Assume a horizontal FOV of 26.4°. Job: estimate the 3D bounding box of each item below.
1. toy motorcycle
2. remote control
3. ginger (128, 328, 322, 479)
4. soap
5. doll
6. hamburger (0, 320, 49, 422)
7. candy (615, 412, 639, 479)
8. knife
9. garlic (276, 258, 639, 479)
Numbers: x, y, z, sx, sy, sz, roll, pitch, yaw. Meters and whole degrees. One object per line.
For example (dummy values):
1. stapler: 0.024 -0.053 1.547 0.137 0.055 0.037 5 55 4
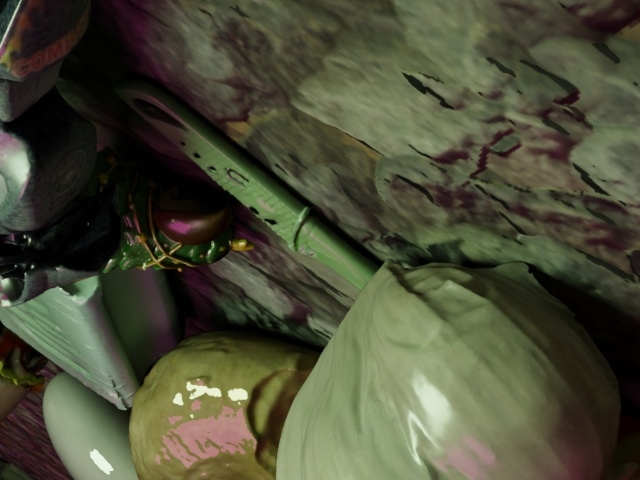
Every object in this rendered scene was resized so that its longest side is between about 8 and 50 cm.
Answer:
1. toy motorcycle: -0.179 -0.065 0.722 0.173 0.108 0.307 32 147 16
2. remote control: -0.156 0.206 1.284 0.221 0.103 0.332 45 -179 8
3. ginger: -0.074 0.143 1.055 0.152 0.138 0.267 31 156 -11
4. soap: -0.188 0.026 1.007 0.150 0.094 0.261 28 160 12
5. doll: -0.104 0.000 0.846 0.113 0.076 0.078 30 160 6
6. hamburger: -0.380 0.065 1.258 0.300 0.176 0.300 28 161 10
7. candy: 0.190 0.170 0.794 0.276 0.088 0.146 8 149 48
8. knife: -0.001 0.002 0.784 0.293 0.020 0.043 40 155 -17
9. garlic: 0.046 0.119 0.717 0.178 0.143 0.229 44 145 19
